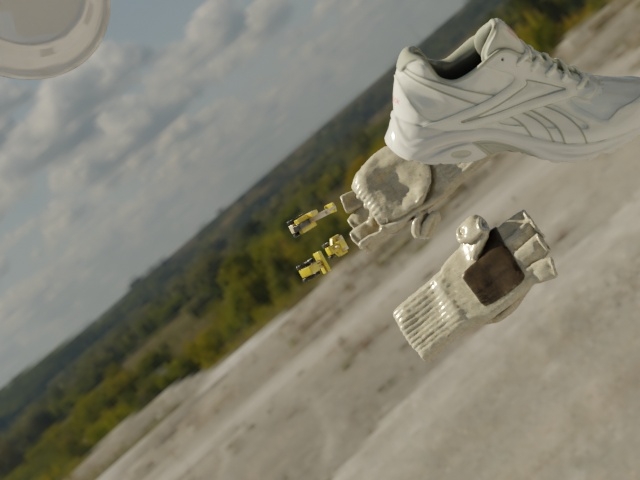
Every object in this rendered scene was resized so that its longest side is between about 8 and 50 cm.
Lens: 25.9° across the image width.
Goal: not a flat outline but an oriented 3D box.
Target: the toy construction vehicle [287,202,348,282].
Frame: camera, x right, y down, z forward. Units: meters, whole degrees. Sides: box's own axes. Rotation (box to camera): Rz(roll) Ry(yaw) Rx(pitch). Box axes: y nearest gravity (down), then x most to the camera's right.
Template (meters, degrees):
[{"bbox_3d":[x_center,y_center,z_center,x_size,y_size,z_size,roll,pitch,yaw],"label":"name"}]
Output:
[{"bbox_3d":[0.000,0.000,1.878,0.098,0.086,0.035,-27,2,-43],"label":"toy construction vehicle"}]

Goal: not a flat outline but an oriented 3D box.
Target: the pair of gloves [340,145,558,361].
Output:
[{"bbox_3d":[0.135,-0.012,1.556,0.204,0.240,0.042,-32,-18,20],"label":"pair of gloves"}]

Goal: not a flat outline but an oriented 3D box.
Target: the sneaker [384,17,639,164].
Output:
[{"bbox_3d":[0.169,-0.128,1.159,0.232,0.115,0.090,-5,27,-5],"label":"sneaker"}]

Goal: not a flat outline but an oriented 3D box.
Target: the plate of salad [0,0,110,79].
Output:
[{"bbox_3d":[-0.311,-0.250,1.410,0.200,0.200,0.048,-43,4,-34],"label":"plate of salad"}]
